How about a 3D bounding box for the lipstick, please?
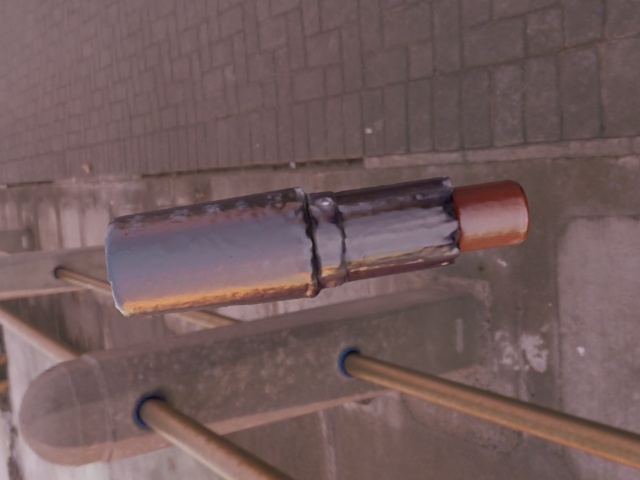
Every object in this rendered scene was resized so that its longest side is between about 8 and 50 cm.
[{"bbox_3d":[0.000,0.000,0.511,0.081,0.299,0.081,172,90,-86],"label":"lipstick"}]
